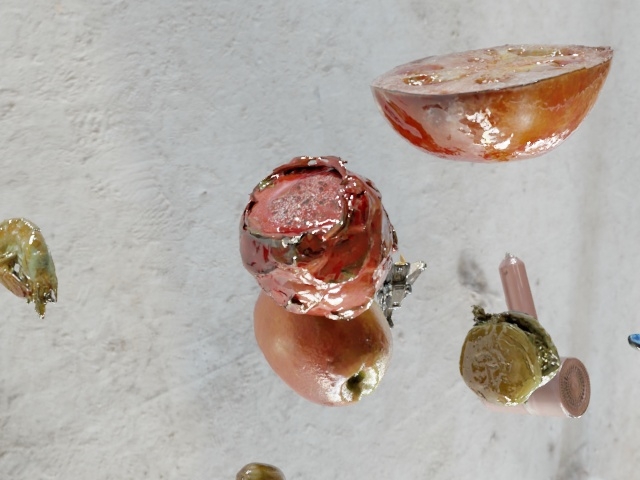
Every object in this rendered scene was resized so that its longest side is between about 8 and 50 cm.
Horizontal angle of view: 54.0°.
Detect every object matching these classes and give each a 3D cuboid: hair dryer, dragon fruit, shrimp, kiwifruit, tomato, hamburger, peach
[{"bbox_3d":[0.425,0.199,1.345,0.125,0.210,0.353,-12,89,-39],"label":"hair dryer"},{"bbox_3d":[0.000,0.000,1.195,0.302,0.295,0.296,47,63,-32],"label":"dragon fruit"},{"bbox_3d":[-0.560,0.055,1.181,0.115,0.051,0.217,-29,74,-2],"label":"shrimp"},{"bbox_3d":[-0.113,0.467,1.207,0.124,0.075,0.075,40,66,-51],"label":"kiwifruit"},{"bbox_3d":[0.240,-0.192,0.924,0.338,0.338,0.144,-28,118,-38],"label":"tomato"},{"bbox_3d":[0.307,0.188,1.064,0.131,0.159,0.185,-15,68,-39],"label":"hamburger"},{"bbox_3d":[-0.002,0.211,1.499,0.290,0.372,0.373,-43,124,-1],"label":"peach"}]

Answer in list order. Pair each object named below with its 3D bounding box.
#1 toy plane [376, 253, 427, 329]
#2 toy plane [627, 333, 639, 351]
[{"bbox_3d":[0.242,0.202,2.139,0.204,0.103,0.316,0,116,-13],"label":"toy plane"},{"bbox_3d":[0.564,0.216,0.895,0.169,0.078,0.246,-14,60,-29],"label":"toy plane"}]
